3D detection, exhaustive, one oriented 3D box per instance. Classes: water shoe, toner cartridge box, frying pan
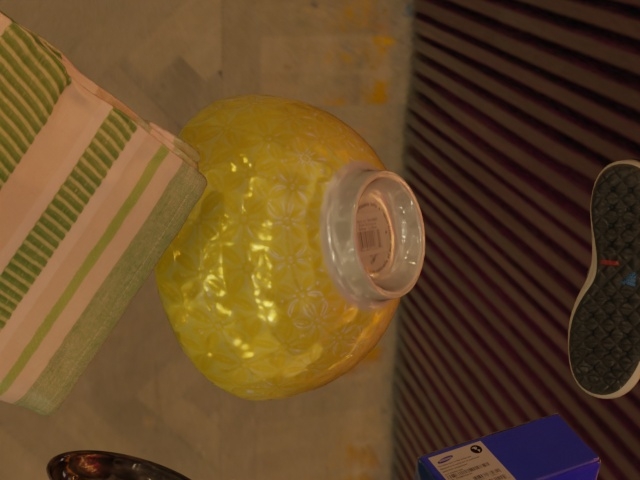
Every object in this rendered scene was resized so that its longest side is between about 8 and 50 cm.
[{"bbox_3d":[0.262,0.033,1.045,0.073,0.080,0.203,13,102,31],"label":"water shoe"},{"bbox_3d":[0.163,0.343,1.246,0.165,0.075,0.347,-11,127,-23],"label":"toner cartridge box"},{"bbox_3d":[-0.228,0.295,1.341,0.197,0.326,0.053,19,98,8],"label":"frying pan"}]

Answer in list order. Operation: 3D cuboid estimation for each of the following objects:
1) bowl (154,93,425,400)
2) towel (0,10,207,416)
[{"bbox_3d":[0.000,0.000,1.131,0.156,0.289,0.289,-6,115,37],"label":"bowl"},{"bbox_3d":[-0.224,-0.015,0.880,0.248,0.038,0.325,-57,150,-3],"label":"towel"}]
